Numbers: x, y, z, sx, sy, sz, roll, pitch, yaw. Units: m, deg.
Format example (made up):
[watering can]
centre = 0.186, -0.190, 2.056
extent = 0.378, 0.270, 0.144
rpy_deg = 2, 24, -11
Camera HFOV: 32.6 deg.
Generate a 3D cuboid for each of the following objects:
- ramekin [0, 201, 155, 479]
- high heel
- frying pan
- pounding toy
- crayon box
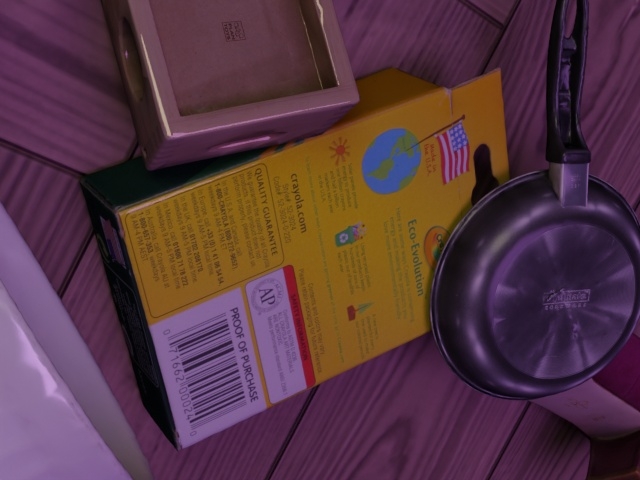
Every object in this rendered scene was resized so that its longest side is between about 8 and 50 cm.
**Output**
[ramekin]
centre = -0.216, 0.063, 0.612
extent = 0.135, 0.277, 0.277
rpy_deg = -30, 123, -9
[high heel]
centre = 0.237, 0.084, 1.031
extent = 0.377, 0.127, 0.181
rpy_deg = 59, 35, -24
[frying pan]
centre = 0.208, -0.017, 0.858
extent = 0.197, 0.053, 0.326
rpy_deg = 21, 100, -25
[pounding toy]
centre = -0.098, -0.157, 0.700
extent = 0.181, 0.094, 0.206
rpy_deg = -14, 84, -19
[crayon box]
centre = 0.000, 0.000, 0.830
extent = 0.318, 0.081, 0.202
rpy_deg = -22, 120, -22
